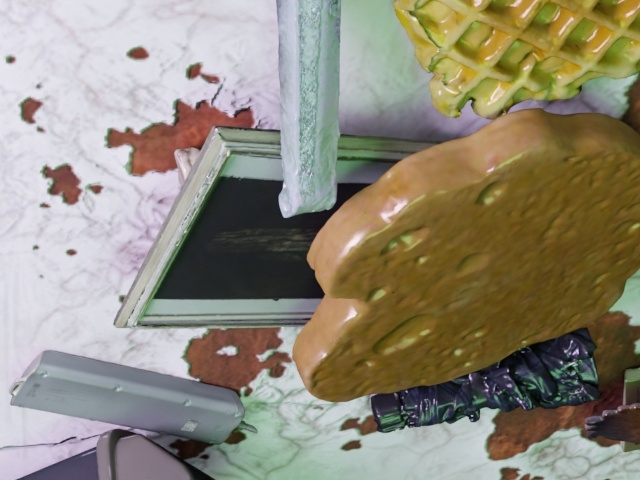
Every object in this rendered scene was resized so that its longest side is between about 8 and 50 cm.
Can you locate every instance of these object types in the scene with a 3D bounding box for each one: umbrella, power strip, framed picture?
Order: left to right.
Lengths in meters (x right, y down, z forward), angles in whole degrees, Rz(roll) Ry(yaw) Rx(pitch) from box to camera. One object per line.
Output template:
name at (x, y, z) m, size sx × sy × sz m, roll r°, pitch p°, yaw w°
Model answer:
power strip at (-0.166, 0.148, 1.354) m, size 0.253 × 0.027 × 0.060 m, roll 16°, pitch 129°, yaw -31°
framed picture at (0.000, 0.000, 1.209) m, size 0.293 × 0.018 × 0.231 m, roll 0°, pitch 137°, yaw -33°
umbrella at (0.158, 0.142, 1.418) m, size 0.224 × 0.071 × 0.080 m, roll -13°, pitch 111°, yaw 5°

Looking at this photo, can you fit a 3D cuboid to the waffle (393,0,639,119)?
waffle at (0.175, -0.197, 1.060) m, size 0.250 × 0.056 × 0.261 m, roll -18°, pitch 137°, yaw 3°

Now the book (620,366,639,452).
book at (0.411, 0.159, 1.546) m, size 0.199 × 0.016 × 0.138 m, roll -13°, pitch 138°, yaw -2°

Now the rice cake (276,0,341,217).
rice cake at (-0.008, -0.112, 1.060) m, size 0.043 × 0.034 × 0.211 m, roll -13°, pitch 119°, yaw -24°

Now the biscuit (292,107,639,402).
biscuit at (0.131, 0.013, 1.243) m, size 0.351 × 0.057 × 0.312 m, roll -24°, pitch 144°, yaw -4°

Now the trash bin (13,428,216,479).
trash bin at (-0.211, 0.297, 1.389) m, size 0.290 × 0.182 × 0.209 m, roll -21°, pitch 150°, yaw 14°

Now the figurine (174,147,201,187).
figurine at (-0.085, -0.045, 1.160) m, size 0.050 × 0.047 × 0.083 m, roll -23°, pitch 142°, yaw -15°

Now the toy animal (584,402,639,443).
toy animal at (0.430, 0.116, 1.430) m, size 0.302 × 0.225 × 0.284 m, roll -17°, pitch 123°, yaw -21°
